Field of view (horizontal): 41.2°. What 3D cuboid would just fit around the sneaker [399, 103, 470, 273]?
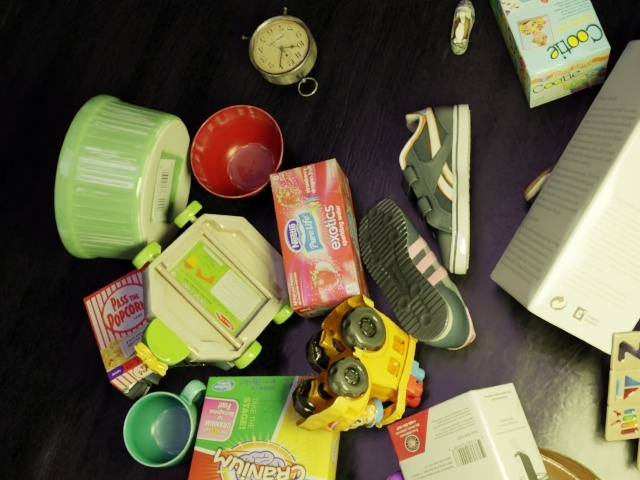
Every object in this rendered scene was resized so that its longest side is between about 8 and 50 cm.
[{"bbox_3d":[0.203,-0.090,1.501,0.127,0.126,0.321,-1,65,9],"label":"sneaker"}]

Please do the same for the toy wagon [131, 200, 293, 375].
[{"bbox_3d":[-0.204,0.101,1.472,0.267,0.068,0.344,45,53,-6],"label":"toy wagon"}]

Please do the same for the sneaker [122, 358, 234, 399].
[{"bbox_3d":[-0.273,0.231,1.544,0.226,0.086,0.163,20,70,27],"label":"sneaker"}]

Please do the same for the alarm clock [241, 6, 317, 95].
[{"bbox_3d":[-0.063,-0.356,1.664,0.129,0.064,0.192,-33,68,4],"label":"alarm clock"}]

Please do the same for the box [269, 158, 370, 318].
[{"bbox_3d":[0.000,0.000,1.525,0.128,0.122,0.257,-12,73,10],"label":"box"}]

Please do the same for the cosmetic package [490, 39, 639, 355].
[{"bbox_3d":[0.466,-0.078,1.312,0.161,0.230,0.453,28,98,-8],"label":"cosmetic package"}]

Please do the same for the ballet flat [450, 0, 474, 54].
[{"bbox_3d":[0.269,-0.411,1.610,0.041,0.041,0.114,6,77,15],"label":"ballet flat"}]

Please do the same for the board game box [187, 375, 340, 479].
[{"bbox_3d":[-0.094,0.379,1.418,0.242,0.064,0.317,-3,51,13],"label":"board game box"}]

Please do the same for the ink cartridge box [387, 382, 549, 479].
[{"bbox_3d":[0.246,0.386,1.326,0.197,0.114,0.273,-34,65,41],"label":"ink cartridge box"}]

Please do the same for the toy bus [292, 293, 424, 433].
[{"bbox_3d":[0.082,0.235,1.406,0.211,0.149,0.220,32,50,-17],"label":"toy bus"}]

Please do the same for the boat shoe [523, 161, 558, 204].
[{"bbox_3d":[0.478,-0.116,1.456,0.257,0.095,0.095,-30,77,4],"label":"boat shoe"}]

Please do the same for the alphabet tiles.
[{"bbox_3d":[0.591,0.205,1.274,0.342,0.011,0.285,-4,105,-9],"label":"alphabet tiles"}]

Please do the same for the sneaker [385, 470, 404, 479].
[{"bbox_3d":[0.022,0.471,1.410,0.146,0.102,0.293,42,88,20],"label":"sneaker"}]

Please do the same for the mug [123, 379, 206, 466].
[{"bbox_3d":[-0.259,0.333,1.517,0.157,0.097,0.130,-20,72,7],"label":"mug"}]

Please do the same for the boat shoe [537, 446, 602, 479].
[{"bbox_3d":[0.430,0.438,1.309,0.324,0.120,0.123,36,86,19],"label":"boat shoe"}]

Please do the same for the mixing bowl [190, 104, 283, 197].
[{"bbox_3d":[-0.145,-0.154,1.614,0.181,0.098,0.182,-3,75,12],"label":"mixing bowl"}]

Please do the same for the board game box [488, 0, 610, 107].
[{"bbox_3d":[0.396,-0.405,1.523,0.144,0.142,0.275,-18,72,8],"label":"board game box"}]

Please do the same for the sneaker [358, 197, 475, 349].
[{"bbox_3d":[0.166,0.063,1.489,0.112,0.131,0.319,-40,48,22],"label":"sneaker"}]

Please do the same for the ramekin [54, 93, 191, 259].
[{"bbox_3d":[-0.346,-0.105,1.552,0.148,0.303,0.304,10,78,9],"label":"ramekin"}]

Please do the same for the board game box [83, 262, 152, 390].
[{"bbox_3d":[-0.332,0.151,1.533,0.146,0.045,0.193,-30,54,-1],"label":"board game box"}]
